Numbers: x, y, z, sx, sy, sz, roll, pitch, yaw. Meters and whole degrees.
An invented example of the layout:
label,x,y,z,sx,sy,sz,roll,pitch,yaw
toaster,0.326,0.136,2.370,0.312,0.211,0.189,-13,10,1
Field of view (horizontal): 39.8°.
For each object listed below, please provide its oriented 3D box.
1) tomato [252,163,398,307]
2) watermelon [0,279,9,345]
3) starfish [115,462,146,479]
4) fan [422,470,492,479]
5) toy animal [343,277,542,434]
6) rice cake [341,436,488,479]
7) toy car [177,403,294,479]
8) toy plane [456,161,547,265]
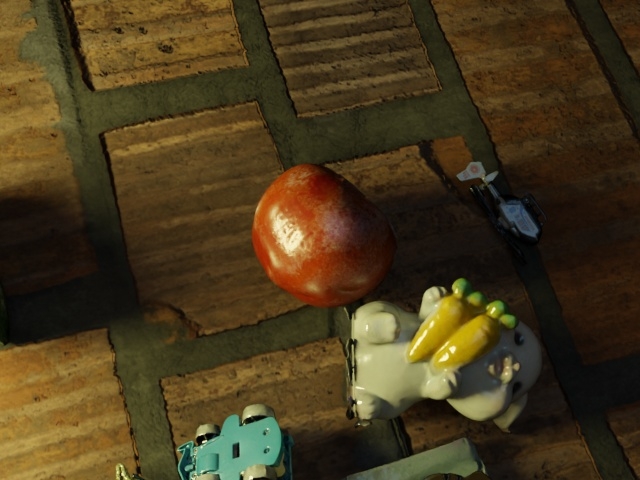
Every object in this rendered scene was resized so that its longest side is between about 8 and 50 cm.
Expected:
label,x,y,z,sx,sy,sz,roll,pitch,yaw
tomato,-0.001,-0.001,1.331,0.232,0.232,0.189,40,88,9
watermelon,-0.605,0.036,1.199,0.292,0.250,0.283,-20,66,-20
starfish,-0.236,0.411,1.198,0.208,0.053,0.176,25,75,11
fan,0.144,0.398,1.244,0.226,0.008,0.153,7,80,-16
toy animal,0.188,0.176,1.278,0.309,0.247,0.183,-2,69,-3
rice cake,0.148,0.366,1.287,0.211,0.038,0.124,-18,74,-18
toy car,-0.115,0.320,1.249,0.161,0.098,0.126,-21,40,11
toy plane,0.315,-0.056,1.494,0.078,0.053,0.197,-33,79,-11
